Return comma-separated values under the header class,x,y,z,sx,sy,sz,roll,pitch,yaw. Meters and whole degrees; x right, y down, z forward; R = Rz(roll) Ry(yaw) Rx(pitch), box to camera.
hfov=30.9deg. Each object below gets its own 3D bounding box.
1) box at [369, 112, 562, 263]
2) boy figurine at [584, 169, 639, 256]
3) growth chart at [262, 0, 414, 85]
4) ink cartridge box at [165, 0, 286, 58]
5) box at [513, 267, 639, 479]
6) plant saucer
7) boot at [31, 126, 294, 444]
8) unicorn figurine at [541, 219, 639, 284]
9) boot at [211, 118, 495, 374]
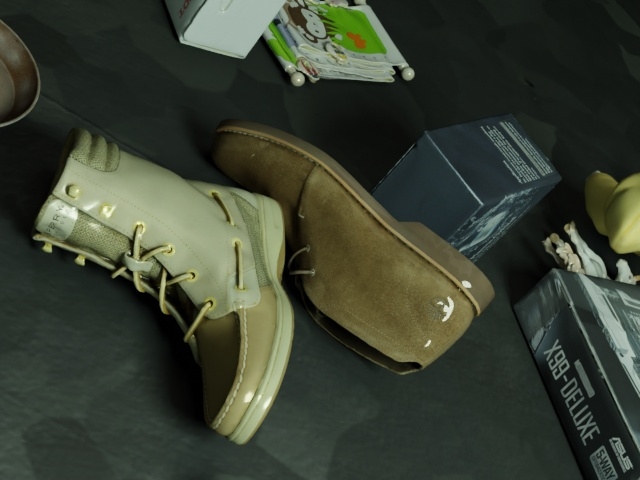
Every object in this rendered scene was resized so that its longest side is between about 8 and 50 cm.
class,x,y,z,sx,sy,sz,roll,pitch,yaw
box,0.125,-0.034,1.134,0.158,0.156,0.093,-17,65,-49
boy figurine,0.377,-0.028,1.340,0.177,0.092,0.285,40,13,23
growth chart,0.007,-0.245,1.366,0.237,0.021,0.172,-9,57,-47
ink cartridge box,-0.106,-0.325,1.234,0.093,0.154,0.212,10,45,-37
box,0.373,0.164,1.211,0.307,0.076,0.243,12,44,-33
plant saucer,-0.319,-0.148,0.967,0.168,0.029,0.168,24,39,-22
boot,-0.126,0.026,0.898,0.203,0.095,0.262,23,38,-23
unicorn figurine,0.306,0.030,1.314,0.111,0.060,0.162,55,38,6
boot,0.000,0.000,1.037,0.305,0.112,0.115,37,78,20
